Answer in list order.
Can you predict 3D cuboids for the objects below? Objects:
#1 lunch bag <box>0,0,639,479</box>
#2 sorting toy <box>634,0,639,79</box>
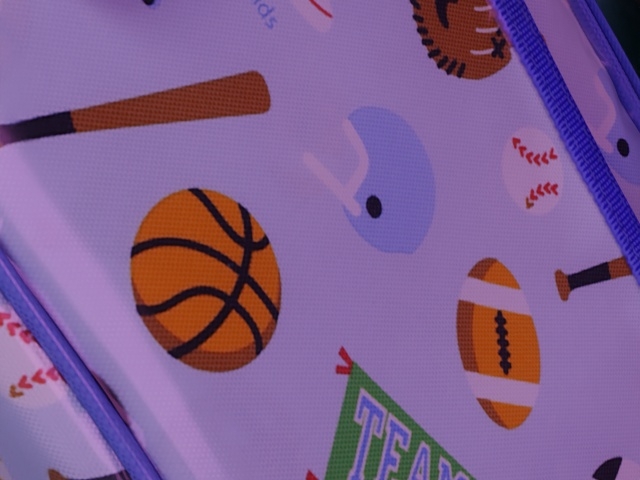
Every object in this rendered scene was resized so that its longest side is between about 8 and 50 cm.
[{"bbox_3d":[0.000,0.000,0.482,0.243,0.115,0.303,-42,110,-39],"label":"lunch bag"},{"bbox_3d":[0.210,0.029,0.565,0.089,0.257,0.255,-46,111,-10],"label":"sorting toy"}]
